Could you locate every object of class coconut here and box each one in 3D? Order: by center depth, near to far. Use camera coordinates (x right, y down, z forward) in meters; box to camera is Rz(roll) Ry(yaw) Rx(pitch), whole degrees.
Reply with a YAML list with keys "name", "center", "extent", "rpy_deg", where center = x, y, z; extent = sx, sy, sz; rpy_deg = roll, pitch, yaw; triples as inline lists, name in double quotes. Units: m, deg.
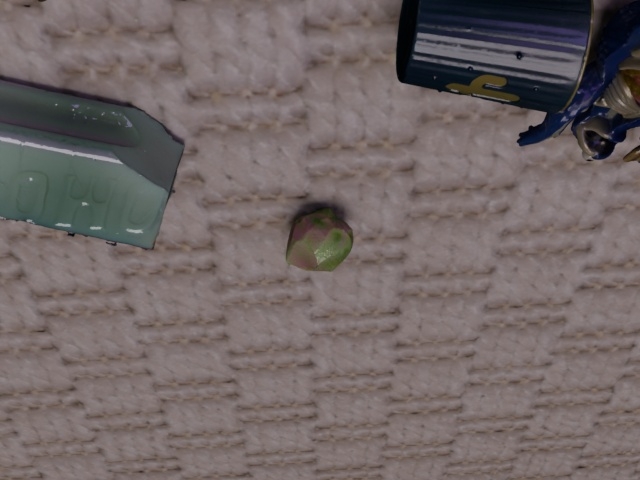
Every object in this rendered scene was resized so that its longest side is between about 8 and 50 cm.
- name: "coconut"
  center: [0.000, 0.000, 1.136]
  extent: [0.082, 0.081, 0.083]
  rpy_deg: [13, 173, 38]

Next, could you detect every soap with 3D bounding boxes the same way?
- name: "soap"
  center: [-0.259, -0.076, 1.001]
  extent: [0.230, 0.091, 0.145]
  rpy_deg: [11, 140, -17]

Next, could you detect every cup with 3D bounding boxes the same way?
- name: "cup"
  center: [0.152, -0.187, 0.885]
  extent: [0.155, 0.131, 0.176]
  rpy_deg: [7, 166, -6]

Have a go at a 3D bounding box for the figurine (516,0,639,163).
- name: "figurine"
  center: [0.322, -0.163, 0.934]
  extent: [0.164, 0.121, 0.262]
  rpy_deg: [12, 155, -20]
